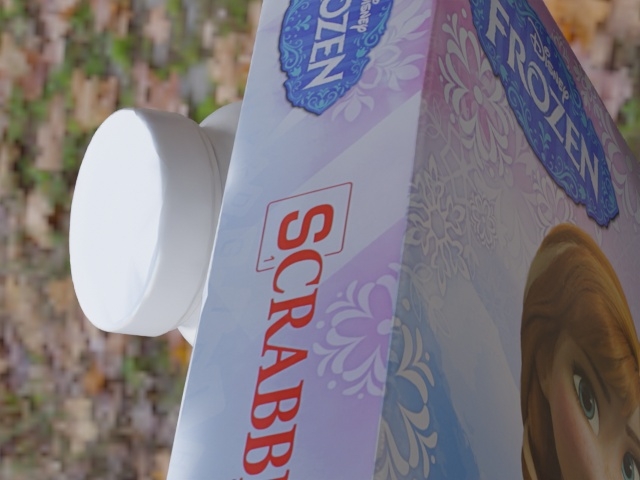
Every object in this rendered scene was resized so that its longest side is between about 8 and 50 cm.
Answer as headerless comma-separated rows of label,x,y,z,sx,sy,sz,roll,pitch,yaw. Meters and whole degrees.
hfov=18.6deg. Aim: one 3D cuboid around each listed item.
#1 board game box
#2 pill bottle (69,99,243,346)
board game box,0.068,0.105,0.591,0.066,0.318,0.318,-13,47,26
pill bottle,0.000,0.000,1.193,0.162,0.278,0.162,-16,72,58
